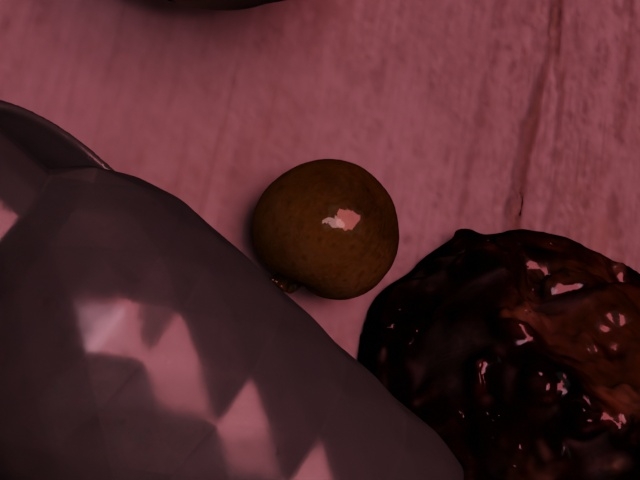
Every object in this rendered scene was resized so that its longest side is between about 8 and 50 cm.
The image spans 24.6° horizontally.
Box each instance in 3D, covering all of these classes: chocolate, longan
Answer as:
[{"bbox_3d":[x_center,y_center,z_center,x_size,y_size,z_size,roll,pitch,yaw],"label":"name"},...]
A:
[{"bbox_3d":[0.150,0.079,0.745,0.224,0.177,0.206,-33,97,-40],"label":"chocolate"},{"bbox_3d":[0.000,0.000,0.732,0.075,0.075,0.083,33,100,-25],"label":"longan"}]

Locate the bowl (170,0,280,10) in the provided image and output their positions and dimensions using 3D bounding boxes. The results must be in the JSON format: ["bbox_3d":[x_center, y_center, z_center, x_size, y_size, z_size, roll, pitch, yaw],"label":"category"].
[{"bbox_3d":[-0.057,-0.200,0.715,0.211,0.112,0.211,13,68,-34],"label":"bowl"}]

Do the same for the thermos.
[{"bbox_3d":[-0.080,0.046,0.611,0.286,0.145,0.182,46,22,-15],"label":"thermos"}]
